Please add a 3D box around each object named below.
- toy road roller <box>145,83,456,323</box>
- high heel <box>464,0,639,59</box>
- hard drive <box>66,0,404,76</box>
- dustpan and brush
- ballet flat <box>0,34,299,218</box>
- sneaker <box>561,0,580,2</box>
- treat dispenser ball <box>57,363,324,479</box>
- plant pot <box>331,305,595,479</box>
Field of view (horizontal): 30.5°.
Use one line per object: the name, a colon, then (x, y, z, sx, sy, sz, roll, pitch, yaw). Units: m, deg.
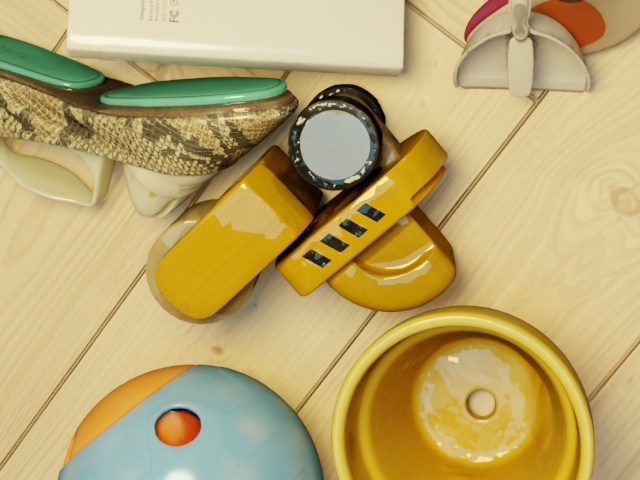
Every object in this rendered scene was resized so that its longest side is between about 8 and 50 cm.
toy road roller: (0.000, 0.000, 1.273, 0.329, 0.202, 0.240, -40, 96, 11)
high heel: (0.322, -0.322, 1.251, 0.377, 0.127, 0.181, -19, 52, 21)
hard drive: (-0.086, -0.302, 1.268, 0.353, 0.047, 0.233, 3, 80, -5)
dustpan and brush: (0.206, -0.205, 1.207, 0.147, 0.211, 0.060, 3, 55, 12)
ballet flat: (-0.242, -0.122, 1.331, 0.483, 0.164, 0.182, 12, 112, 24)
sneaker: (0.215, -0.324, 1.192, 0.111, 0.300, 0.121, 31, 125, -28)
treat dispenser ball: (-0.139, 0.277, 1.270, 0.288, 0.288, 0.288, 1, 94, 12)
plant pot: (0.157, 0.187, 1.224, 0.254, 0.239, 0.254, 1, 94, 13)
